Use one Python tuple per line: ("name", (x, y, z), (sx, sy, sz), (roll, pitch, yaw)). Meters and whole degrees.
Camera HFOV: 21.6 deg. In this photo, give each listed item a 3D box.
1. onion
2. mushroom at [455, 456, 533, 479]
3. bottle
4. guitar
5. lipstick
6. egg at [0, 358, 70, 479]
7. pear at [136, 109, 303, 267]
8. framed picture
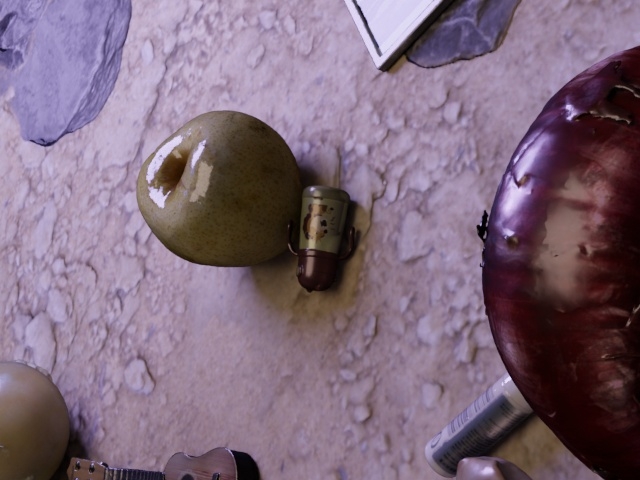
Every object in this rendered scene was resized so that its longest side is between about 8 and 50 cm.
("onion", (0.233, 0.011, 1.154), (0.232, 0.314, 0.314), (13, 87, 49))
("mushroom", (0.091, 0.311, 1.268), (0.290, 0.297, 0.297), (-38, 37, -19))
("bottle", (0.001, 0.000, 1.608), (0.063, 0.047, 0.101), (0, 78, 37))
("guitar", (-0.165, 0.248, 1.711), (0.271, 0.038, 0.084), (-2, 75, 45))
("lipstick", (0.144, 0.147, 1.405), (0.141, 0.040, 0.040), (-45, 48, 28))
("egg", (-0.363, 0.216, 1.853), (0.201, 0.164, 0.164), (-44, 48, 35))
("pear", (-0.097, -0.048, 1.668), (0.167, 0.136, 0.167), (-24, 57, 42))
("framed picture", (0.098, -0.282, 1.622), (0.203, 0.015, 0.150), (-45, 48, 28))
